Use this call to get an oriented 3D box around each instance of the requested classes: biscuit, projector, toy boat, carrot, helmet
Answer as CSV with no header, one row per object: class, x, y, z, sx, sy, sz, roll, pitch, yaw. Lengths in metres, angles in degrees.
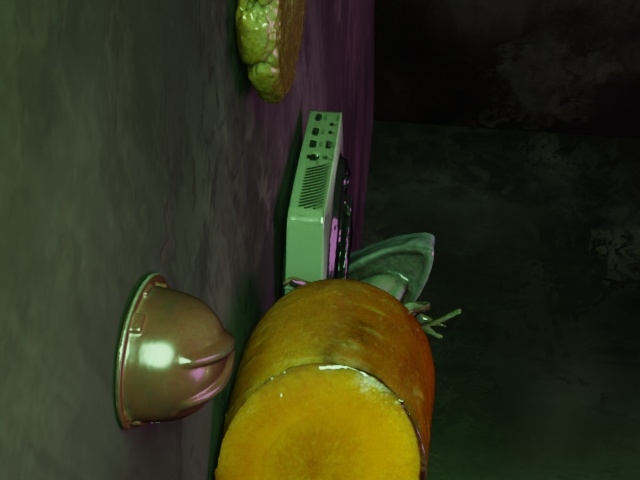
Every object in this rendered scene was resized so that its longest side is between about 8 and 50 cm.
biscuit,-0.040,-0.227,0.901,0.226,0.042,0.225,6,90,-86
projector,0.000,0.000,1.351,0.257,0.079,0.259,-81,174,-52
toy boat,0.037,0.124,1.468,0.276,0.111,0.293,-36,-166,53
carrot,0.017,0.137,1.006,0.331,0.193,0.214,-72,-177,-67
helmet,-0.080,0.066,0.620,0.111,0.057,0.089,-73,164,-68
